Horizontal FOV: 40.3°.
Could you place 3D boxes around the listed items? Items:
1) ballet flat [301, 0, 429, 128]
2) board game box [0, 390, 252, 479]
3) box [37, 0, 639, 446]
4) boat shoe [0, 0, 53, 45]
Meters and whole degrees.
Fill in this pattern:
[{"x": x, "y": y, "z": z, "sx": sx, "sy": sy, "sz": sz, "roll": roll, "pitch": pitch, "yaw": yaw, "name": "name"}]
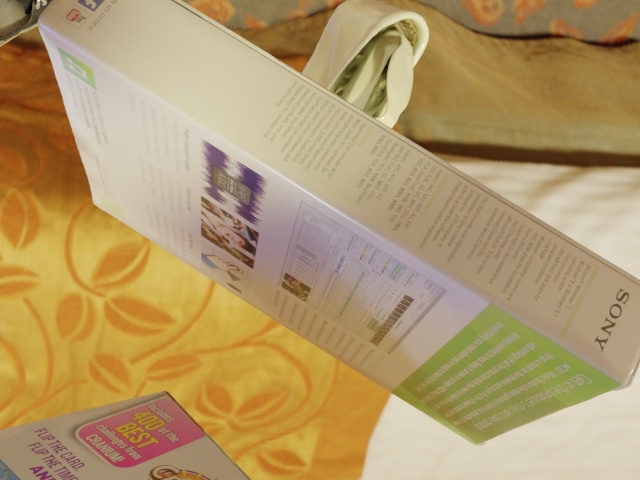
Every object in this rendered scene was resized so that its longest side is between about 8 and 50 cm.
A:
[{"x": 0.015, "y": -0.118, "z": 1.005, "sx": 0.139, "sy": 0.139, "sz": 0.400, "roll": 35, "pitch": 70, "yaw": -29, "name": "ballet flat"}, {"x": -0.192, "y": 0.205, "z": 0.546, "sx": 0.316, "sy": 0.242, "sz": 0.064, "roll": -8, "pitch": 112, "yaw": -32, "name": "board game box"}, {"x": 0.000, "y": 0.000, "z": 0.508, "sx": 0.322, "sy": 0.058, "sz": 0.232, "roll": 33, "pitch": 160, "yaw": 4, "name": "box"}, {"x": -0.261, "y": -0.205, "z": 0.758, "sx": 0.125, "sy": 0.038, "sz": 0.046, "roll": -32, "pitch": 107, "yaw": -4, "name": "boat shoe"}]
